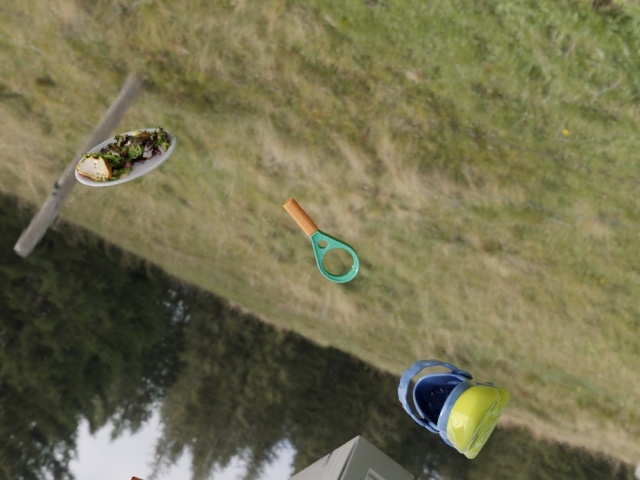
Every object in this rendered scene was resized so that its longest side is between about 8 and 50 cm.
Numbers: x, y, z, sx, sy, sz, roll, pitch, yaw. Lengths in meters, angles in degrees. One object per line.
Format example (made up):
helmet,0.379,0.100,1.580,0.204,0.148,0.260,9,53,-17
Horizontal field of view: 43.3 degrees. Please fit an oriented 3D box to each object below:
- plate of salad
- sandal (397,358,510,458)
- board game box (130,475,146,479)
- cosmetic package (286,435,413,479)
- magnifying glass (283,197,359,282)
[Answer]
plate of salad,-0.369,-0.167,1.517,0.199,0.200,0.048,18,137,40
sandal,0.204,0.248,1.232,0.138,0.126,0.317,28,170,22
board game box,-0.311,0.480,1.220,0.045,0.147,0.193,19,-148,0
cosmetic package,0.007,0.368,1.072,0.107,0.127,0.238,39,135,-9
magnifying glass,0.000,0.000,1.795,0.231,0.092,0.026,50,-163,-15
